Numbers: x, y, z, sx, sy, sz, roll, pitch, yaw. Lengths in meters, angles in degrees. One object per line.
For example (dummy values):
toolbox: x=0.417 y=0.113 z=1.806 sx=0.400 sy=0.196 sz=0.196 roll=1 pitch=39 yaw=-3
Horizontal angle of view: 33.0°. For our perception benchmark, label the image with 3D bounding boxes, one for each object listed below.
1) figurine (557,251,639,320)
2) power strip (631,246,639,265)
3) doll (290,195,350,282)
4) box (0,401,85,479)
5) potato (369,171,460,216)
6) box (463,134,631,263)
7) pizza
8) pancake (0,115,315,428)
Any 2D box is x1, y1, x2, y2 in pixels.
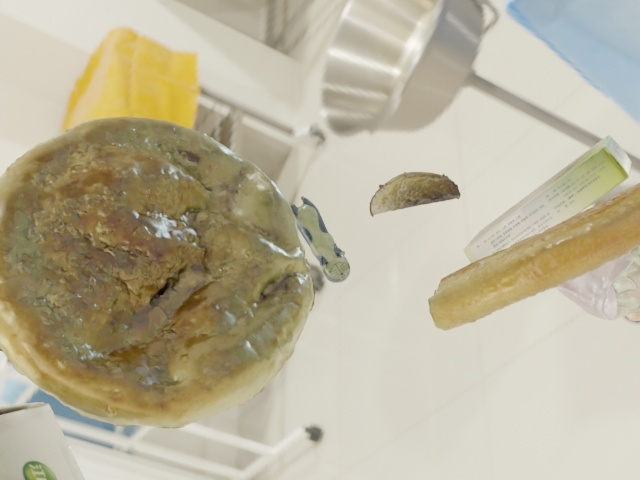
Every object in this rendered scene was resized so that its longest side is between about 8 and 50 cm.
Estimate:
figurine: x=0.487 y=0.027 z=1.651 sx=0.133 sy=0.276 sz=0.200 roll=42 pitch=149 yaw=40
power strip: x=0.470 y=0.038 z=1.329 sx=0.081 sy=0.192 sz=0.035 roll=-55 pitch=6 yaw=-10
doll: x=0.000 y=0.000 z=1.398 sx=0.037 sy=0.125 sz=0.027 roll=-32 pitch=12 yaw=-7
box: x=-0.270 y=0.334 z=0.970 sx=0.333 sy=0.145 sz=0.173 roll=57 pitch=135 yaw=24
potato: x=0.092 y=-0.054 z=1.096 sx=0.036 sy=0.093 sz=0.037 roll=-105 pitch=4 yaw=-71
box: x=0.347 y=-0.053 z=1.638 sx=0.260 sy=0.062 sz=0.175 roll=-39 pitch=-2 yaw=20
pizza: x=0.219 y=0.010 z=0.977 sx=0.056 sy=0.271 sz=0.134 roll=63 pitch=167 yaw=3
pancake: x=-0.179 y=0.022 z=1.160 sx=0.082 sy=0.387 sz=0.387 roll=129 pitch=152 yaw=-53
